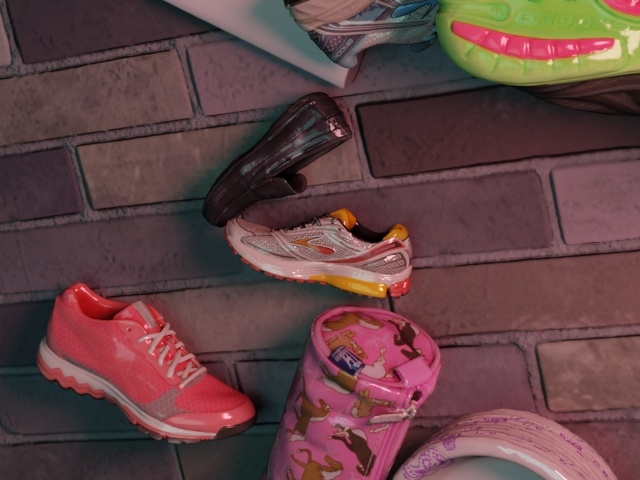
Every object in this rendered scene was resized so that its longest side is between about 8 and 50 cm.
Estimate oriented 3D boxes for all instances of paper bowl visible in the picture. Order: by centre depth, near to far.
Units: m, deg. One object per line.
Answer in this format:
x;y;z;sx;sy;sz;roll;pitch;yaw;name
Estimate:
0.220;0.330;1.886;0.284;0.148;0.284;9;112;23;paper bowl

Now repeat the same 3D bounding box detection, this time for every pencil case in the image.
0.015;0.269;1.961;0.160;0.167;0.386;19;117;-1;pencil case

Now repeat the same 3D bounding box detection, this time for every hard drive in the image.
-0.069;-0.328;1.862;0.307;0.040;0.203;27;118;15;hard drive

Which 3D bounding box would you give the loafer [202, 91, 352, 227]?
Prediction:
-0.053;-0.080;1.919;0.223;0.076;0.078;-42;79;27;loafer

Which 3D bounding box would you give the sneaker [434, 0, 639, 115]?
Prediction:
0.356;-0.199;1.630;0.482;0.202;0.185;15;95;4;sneaker

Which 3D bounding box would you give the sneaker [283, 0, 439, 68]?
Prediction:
0.109;-0.273;1.744;0.283;0.110;0.122;-20;123;23;sneaker

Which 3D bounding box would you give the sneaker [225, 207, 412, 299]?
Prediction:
0.000;0.000;1.919;0.225;0.088;0.093;10;105;7;sneaker

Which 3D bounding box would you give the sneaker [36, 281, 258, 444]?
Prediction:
-0.219;0.150;2.062;0.313;0.116;0.136;21;114;19;sneaker
